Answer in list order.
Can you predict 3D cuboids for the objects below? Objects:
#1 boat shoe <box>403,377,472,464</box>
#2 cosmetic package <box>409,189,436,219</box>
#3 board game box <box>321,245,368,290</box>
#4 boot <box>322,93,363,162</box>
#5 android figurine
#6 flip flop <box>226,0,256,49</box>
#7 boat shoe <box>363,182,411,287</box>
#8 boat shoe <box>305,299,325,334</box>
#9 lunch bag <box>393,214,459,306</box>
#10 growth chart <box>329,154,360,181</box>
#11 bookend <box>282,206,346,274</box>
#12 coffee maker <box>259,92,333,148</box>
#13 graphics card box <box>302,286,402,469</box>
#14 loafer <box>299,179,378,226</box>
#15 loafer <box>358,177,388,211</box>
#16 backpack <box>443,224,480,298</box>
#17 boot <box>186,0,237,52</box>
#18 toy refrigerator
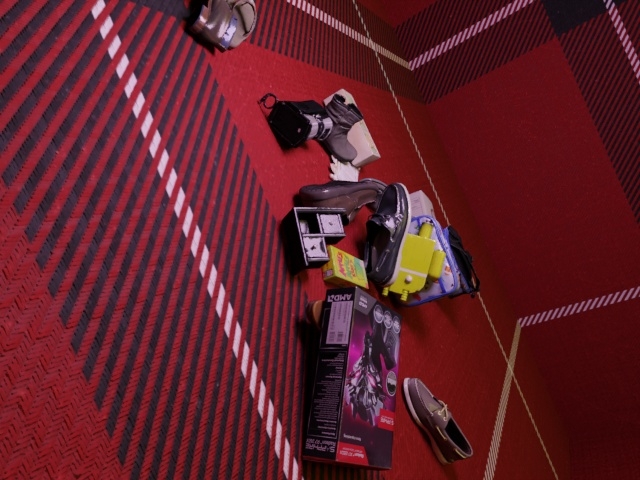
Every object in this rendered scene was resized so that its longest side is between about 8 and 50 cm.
[{"bbox_3d":[0.362,0.551,1.466,0.324,0.097,0.116,61,29,-11],"label":"boat shoe"},{"bbox_3d":[0.383,-0.028,1.883,0.129,0.153,0.295,34,43,-48],"label":"cosmetic package"},{"bbox_3d":[0.069,0.086,1.363,0.181,0.043,0.092,26,48,-51],"label":"board game box"},{"bbox_3d":[0.082,-0.365,1.572,0.247,0.161,0.083,31,42,-38],"label":"boot"},{"bbox_3d":[0.274,0.062,1.551,0.056,0.249,0.272,52,57,-74],"label":"android figurine"},{"bbox_3d":[-0.226,-0.638,1.350,0.112,0.080,0.277,48,33,-30],"label":"flip flop"},{"bbox_3d":[0.191,-0.030,1.483,0.113,0.127,0.339,17,82,-35],"label":"boat shoe"},{"bbox_3d":[0.019,0.206,1.160,0.207,0.073,0.073,46,57,-41],"label":"boat shoe"},{"bbox_3d":[0.339,0.064,1.633,0.115,0.243,0.303,11,60,-64],"label":"lunch bag"},{"bbox_3d":[0.087,-0.247,1.667,0.172,0.021,0.237,48,33,-30],"label":"growth chart"},{"bbox_3d":[0.000,0.000,1.207,0.156,0.072,0.157,-1,68,-29],"label":"bookend"},{"bbox_3d":[-0.061,-0.364,1.392,0.171,0.120,0.178,63,27,-5],"label":"coffee maker"},{"bbox_3d":[0.086,0.315,1.084,0.233,0.094,0.370,36,53,-44],"label":"graphics card box"},{"bbox_3d":[0.055,-0.110,1.430,0.366,0.134,0.129,-15,110,-53],"label":"loafer"},{"bbox_3d":[0.224,-0.143,1.758,0.268,0.096,0.084,31,55,-53],"label":"loafer"},{"bbox_3d":[0.527,0.083,1.989,0.276,0.213,0.263,-75,144,-59],"label":"backpack"},{"bbox_3d":[-0.264,-0.589,1.227,0.106,0.082,0.219,36,59,-40],"label":"boot"},{"bbox_3d":[0.120,-0.412,1.746,0.102,0.094,0.269,-6,71,-67],"label":"toy refrigerator"}]
